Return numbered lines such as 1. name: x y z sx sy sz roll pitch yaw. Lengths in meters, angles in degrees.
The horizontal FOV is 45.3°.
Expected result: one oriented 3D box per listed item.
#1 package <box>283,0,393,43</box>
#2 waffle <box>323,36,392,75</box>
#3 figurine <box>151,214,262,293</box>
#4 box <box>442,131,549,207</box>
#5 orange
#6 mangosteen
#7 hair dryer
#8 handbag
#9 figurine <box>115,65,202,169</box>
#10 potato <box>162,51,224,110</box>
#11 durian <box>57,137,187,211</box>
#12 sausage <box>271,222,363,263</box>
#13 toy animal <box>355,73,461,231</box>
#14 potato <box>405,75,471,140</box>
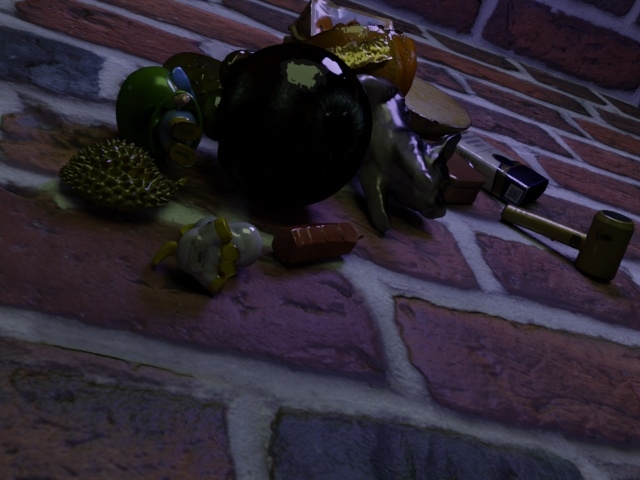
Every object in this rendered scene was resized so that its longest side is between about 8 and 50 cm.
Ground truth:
1. package: 0.056 -0.566 2.295 0.311 0.221 0.165 2 -6 -33
2. waffle: 0.003 -0.328 1.574 0.229 0.219 0.057 -19 84 -25
3. figurine: -0.156 0.002 1.121 0.129 0.109 0.178 7 19 16
4. box: 0.437 -0.183 1.955 0.259 0.071 0.168 35 28 23
5. orange: 0.075 -0.399 1.793 0.310 0.274 0.274 37 18 -30
6. mangosteen: -0.058 -0.204 1.368 0.300 0.300 0.300 19 27 -10
7. hair dryer: 0.542 -0.028 1.711 0.278 0.135 0.090 24 24 22
8. handbag: 0.288 -0.162 1.795 0.151 0.072 0.193 3 32 -36
9. figurine: -0.268 -0.210 1.314 0.143 0.162 0.263 -2 26 -25
10. potato: -0.240 -0.331 1.620 0.149 0.113 0.251 -19 51 -42
11. durian: -0.286 -0.101 1.185 0.208 0.102 0.146 2 28 -43
12. sausage: -0.001 0.000 1.271 0.169 0.065 0.065 -7 40 -47
13. toy animal: 0.160 -0.191 1.581 0.302 0.194 0.344 -15 68 -55
14. potato: 0.252 -0.343 2.047 0.299 0.116 0.239 21 30 -14
